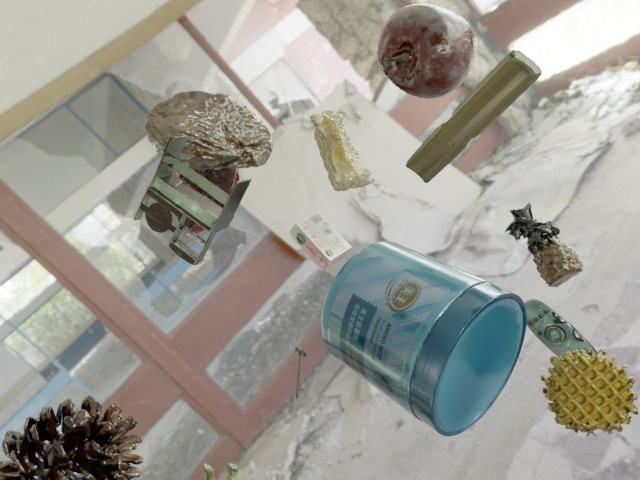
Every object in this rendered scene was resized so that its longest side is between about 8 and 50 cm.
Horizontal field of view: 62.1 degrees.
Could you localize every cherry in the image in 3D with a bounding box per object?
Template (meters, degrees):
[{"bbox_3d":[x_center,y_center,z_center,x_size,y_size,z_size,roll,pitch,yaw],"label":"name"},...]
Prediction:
[{"bbox_3d":[0.265,-0.463,1.291,0.300,0.230,0.203,-37,-26,-34],"label":"cherry"}]

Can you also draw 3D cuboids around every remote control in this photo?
[{"bbox_3d":[0.657,0.260,1.459,0.097,0.256,0.045,-48,-8,31],"label":"remote control"}]

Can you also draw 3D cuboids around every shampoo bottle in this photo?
[{"bbox_3d":[0.225,0.202,1.207,0.331,0.331,0.343,-46,44,-16],"label":"shampoo bottle"}]

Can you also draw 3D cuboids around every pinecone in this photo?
[{"bbox_3d":[-0.522,0.459,1.106,0.296,0.242,0.298,-28,25,-23],"label":"pinecone"}]

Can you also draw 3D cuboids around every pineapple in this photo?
[{"bbox_3d":[0.584,0.005,1.412,0.119,0.237,0.111,-28,-22,3],"label":"pineapple"}]

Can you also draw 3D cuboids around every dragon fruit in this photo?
[{"bbox_3d":[-0.360,-0.212,1.826,0.286,0.228,0.329,-25,24,7],"label":"dragon fruit"}]

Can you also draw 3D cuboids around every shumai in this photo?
[{"bbox_3d":[-0.331,-0.248,1.478,0.283,0.346,0.217,-39,54,49],"label":"shumai"}]

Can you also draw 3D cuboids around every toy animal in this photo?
[{"bbox_3d":[-0.250,0.638,1.352,0.101,0.103,0.219,-60,-30,-7],"label":"toy animal"}]

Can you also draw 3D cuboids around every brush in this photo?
[{"bbox_3d":[0.219,-0.178,0.799,0.048,0.054,0.282,-50,1,-34],"label":"brush"}]

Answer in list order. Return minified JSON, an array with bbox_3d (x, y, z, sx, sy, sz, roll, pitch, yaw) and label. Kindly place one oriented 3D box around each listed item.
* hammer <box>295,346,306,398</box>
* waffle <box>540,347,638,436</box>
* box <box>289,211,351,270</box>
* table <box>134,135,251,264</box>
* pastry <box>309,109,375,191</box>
[{"bbox_3d":[-0.077,0.484,1.936,0.017,0.062,0.182,-7,67,30],"label":"hammer"},{"bbox_3d":[0.610,0.346,1.210,0.193,0.197,0.070,-9,-2,13],"label":"waffle"},{"bbox_3d":[0.000,0.000,1.249,0.089,0.125,0.043,-28,-20,-44],"label":"box"},{"bbox_3d":[-0.227,-0.070,0.934,0.175,0.146,0.062,-59,-11,22],"label":"table"},{"bbox_3d":[0.048,-0.258,1.540,0.122,0.258,0.089,-14,-22,-32],"label":"pastry"}]
